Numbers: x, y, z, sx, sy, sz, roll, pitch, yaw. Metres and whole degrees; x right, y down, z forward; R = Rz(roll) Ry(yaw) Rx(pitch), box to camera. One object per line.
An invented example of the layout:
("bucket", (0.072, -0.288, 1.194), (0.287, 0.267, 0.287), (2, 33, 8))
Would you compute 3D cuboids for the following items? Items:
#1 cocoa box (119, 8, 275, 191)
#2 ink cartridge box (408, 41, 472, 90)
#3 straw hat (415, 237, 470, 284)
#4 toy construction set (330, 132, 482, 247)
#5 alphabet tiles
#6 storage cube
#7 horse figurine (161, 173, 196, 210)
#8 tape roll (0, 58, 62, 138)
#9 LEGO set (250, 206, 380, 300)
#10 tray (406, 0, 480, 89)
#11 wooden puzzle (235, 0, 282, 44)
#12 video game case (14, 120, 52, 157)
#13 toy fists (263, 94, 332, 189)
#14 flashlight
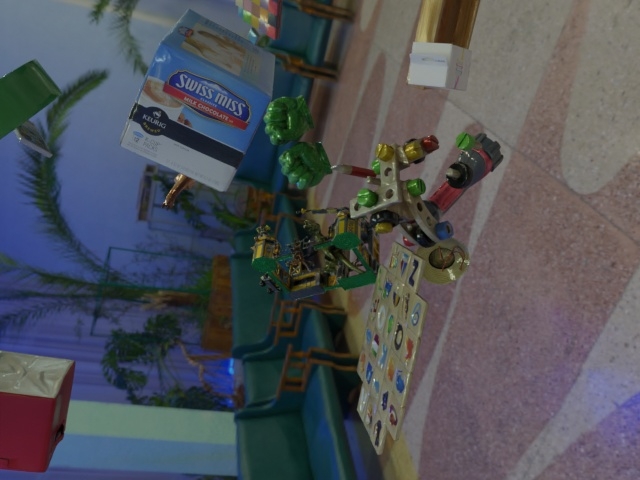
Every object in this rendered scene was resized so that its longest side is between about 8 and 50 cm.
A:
("cocoa box", (-0.244, -0.309, 1.248), (0.228, 0.231, 0.347), (-57, 18, 25))
("ink cartridge box", (0.257, -0.378, 1.284), (0.092, 0.143, 0.089), (15, 107, 32))
("straw hat", (0.324, 0.045, 1.572), (0.061, 0.145, 0.144), (-55, -20, -70))
("toy construction set", (0.134, -0.124, 1.267), (0.309, 0.237, 0.257), (17, 98, 48))
("alphabet tiles", (0.121, 0.182, 1.050), (0.285, 0.011, 0.342), (-133, 54, -77))
("storage cube", (-0.693, 0.387, 1.350), (0.183, 0.215, 0.193), (-117, 41, -72))
("horse figurine", (-0.313, -0.195, 1.570), (0.263, 0.066, 0.174), (-38, 8, 11))
("tape roll", (-0.618, -0.203, 1.050), (0.077, 0.321, 0.321), (57, -175, -26))
("LEGO set", (0.000, 0.000, 1.458), (0.331, 0.255, 0.192), (-22, 44, 28))
("tray", (0.374, -0.660, 1.724), (0.076, 0.203, 0.410), (29, 123, 36))
("wooden puzzle", (-0.048, -0.189, 0.454), (0.049, 0.006, 0.083), (38, 141, 27))
("video game case", (-0.650, -0.241, 1.305), (0.122, 0.011, 0.087), (50, -176, 27))
("toy fists", (-0.073, -0.290, 1.748), (0.096, 0.142, 0.279), (-131, 18, -81))
("flashlight", (0.322, -0.134, 1.446), (0.304, 0.103, 0.103), (-44, 14, -18))
